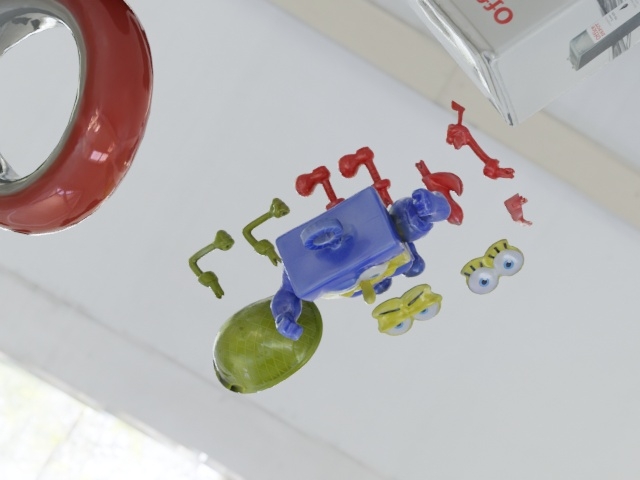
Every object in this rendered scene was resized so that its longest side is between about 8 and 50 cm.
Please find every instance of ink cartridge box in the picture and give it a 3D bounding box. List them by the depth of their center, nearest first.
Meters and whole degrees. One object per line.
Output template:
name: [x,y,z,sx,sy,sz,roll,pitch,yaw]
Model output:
ink cartridge box: [0.174,-0.208,1.098,0.158,0.218,0.092,56,178,36]

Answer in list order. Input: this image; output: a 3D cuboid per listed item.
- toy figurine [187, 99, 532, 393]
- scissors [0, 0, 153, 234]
toy figurine: [0.000,0.000,1.450,0.191,0.362,0.217,67,-165,15]
scissors: [-0.130,-0.059,0.403,0.297,0.109,0.021,4,172,44]
